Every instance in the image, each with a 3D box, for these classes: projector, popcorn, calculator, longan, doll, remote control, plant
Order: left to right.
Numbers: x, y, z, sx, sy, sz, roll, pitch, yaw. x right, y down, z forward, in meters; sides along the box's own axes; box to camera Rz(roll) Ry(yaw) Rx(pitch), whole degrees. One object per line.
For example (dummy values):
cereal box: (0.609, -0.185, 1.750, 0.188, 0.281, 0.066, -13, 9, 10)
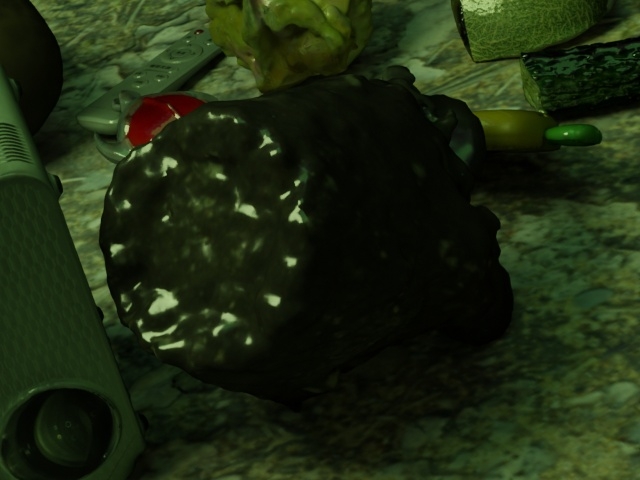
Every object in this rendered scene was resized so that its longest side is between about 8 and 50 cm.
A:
longan: (-0.317, -0.149, 1.651, 0.198, 0.198, 0.212, -27, 50, -17)
projector: (-0.204, 0.025, 1.285, 0.108, 0.250, 0.198, -19, 33, -8)
remote control: (-0.141, -0.138, 1.710, 0.050, 0.027, 0.184, 11, 37, 32)
doll: (-0.108, -0.078, 1.576, 0.104, 0.062, 0.194, -46, 50, -13)
popcorn: (-0.027, -0.194, 1.656, 0.145, 0.126, 0.126, 19, 49, 6)
plant: (0.000, 0.000, 1.270, 0.188, 0.199, 0.276, -37, -20, 33)
calculator: (0.096, -0.077, 1.453, 0.235, 0.032, 0.146, -2, 1, 23)

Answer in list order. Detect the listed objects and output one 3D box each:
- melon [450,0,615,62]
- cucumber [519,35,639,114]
melon: (0.186, -0.224, 1.654, 0.128, 0.079, 0.160, 3, 37, 28)
cucumber: (0.251, -0.136, 1.523, 0.187, 0.058, 0.058, -11, 33, 3)
